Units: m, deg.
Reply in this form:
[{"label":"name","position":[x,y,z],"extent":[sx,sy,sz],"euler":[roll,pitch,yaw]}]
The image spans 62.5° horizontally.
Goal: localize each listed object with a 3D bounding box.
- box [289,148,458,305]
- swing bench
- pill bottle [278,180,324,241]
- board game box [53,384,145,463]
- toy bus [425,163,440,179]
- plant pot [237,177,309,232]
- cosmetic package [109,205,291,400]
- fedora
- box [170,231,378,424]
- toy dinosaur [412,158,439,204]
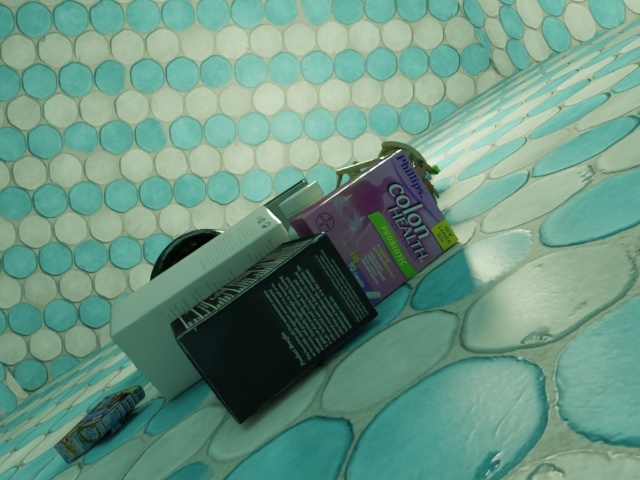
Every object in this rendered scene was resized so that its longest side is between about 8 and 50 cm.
[{"label":"box","position":[0.104,-0.019,1.038],"extent":[0.243,0.214,0.117],"euler":[-35,8,-15]},{"label":"swing bench","position":[0.188,-0.194,1.720],"extent":[0.254,0.165,0.253],"euler":[-36,-7,-9]},{"label":"pill bottle","position":[0.015,-0.002,1.168],"extent":[0.136,0.246,0.136],"euler":[-32,8,5]},{"label":"board game box","position":[-0.551,0.461,1.321],"extent":[0.194,0.060,0.194],"euler":[-27,12,40]},{"label":"toy bus","position":[0.327,-0.256,1.945],"extent":[0.190,0.104,0.202],"euler":[-31,9,15]},{"label":"plant pot","position":[-0.082,-0.014,1.594],"extent":[0.247,0.252,0.248],"euler":[-32,8,3]},{"label":"cosmetic package","position":[-0.248,0.145,1.280],"extent":[0.453,0.230,0.161],"euler":[-34,28,-8]},{"label":"fedora","position":[-0.323,0.138,1.515],"extent":[0.334,0.334,0.152],"euler":[-35,-21,-10]},{"label":"box","position":[-0.102,0.147,0.974],"extent":[0.294,0.183,0.296],"euler":[-35,6,-16]},{"label":"toy dinosaur","position":[0.240,-0.117,1.431],"extent":[0.200,0.127,0.295],"euler":[-14,-7,19]}]
